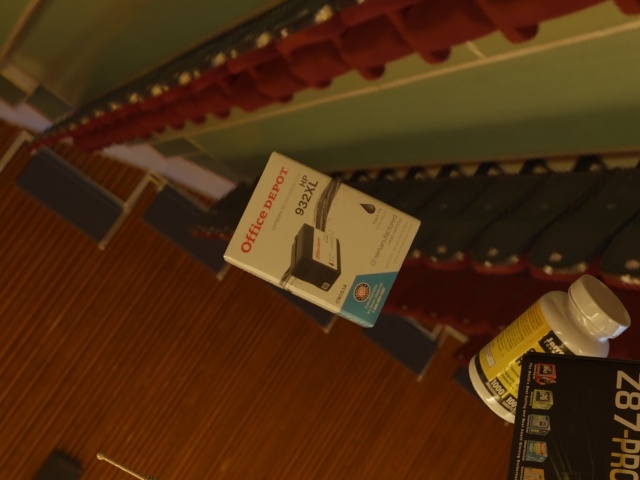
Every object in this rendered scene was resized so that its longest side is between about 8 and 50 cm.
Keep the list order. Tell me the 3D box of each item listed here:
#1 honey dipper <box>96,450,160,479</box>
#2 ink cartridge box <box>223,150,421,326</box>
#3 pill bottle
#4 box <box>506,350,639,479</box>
[{"bbox_3d":[-0.416,0.498,2.091,0.160,0.030,0.030,27,167,10],"label":"honey dipper"},{"bbox_3d":[0.000,0.000,1.814,0.307,0.223,0.129,25,175,-2],"label":"ink cartridge box"},{"bbox_3d":[0.495,0.231,2.080,0.188,0.334,0.188,32,-151,-20],"label":"pill bottle"},{"bbox_3d":[0.443,0.370,1.454,0.318,0.395,0.097,4,146,19],"label":"box"}]
